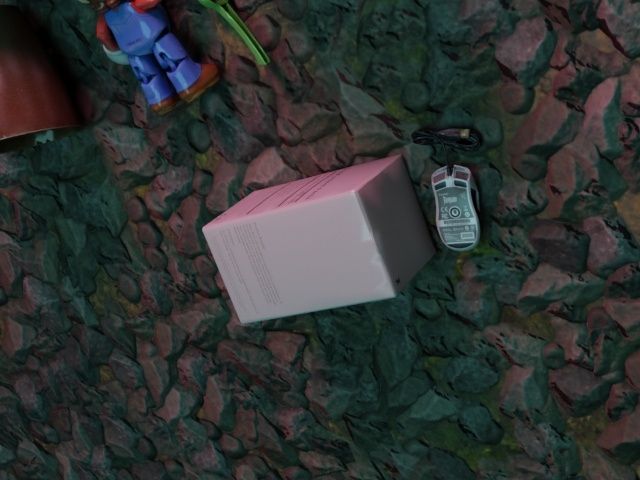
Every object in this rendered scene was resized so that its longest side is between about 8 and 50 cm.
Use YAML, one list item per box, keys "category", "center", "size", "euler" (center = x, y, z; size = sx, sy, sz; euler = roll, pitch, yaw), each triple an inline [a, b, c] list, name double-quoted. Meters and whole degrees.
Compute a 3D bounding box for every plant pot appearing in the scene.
- category: "plant pot"
  center: [-0.547, -0.280, 1.808]
  size: [0.215, 0.215, 0.230]
  euler: [-13, 93, 33]

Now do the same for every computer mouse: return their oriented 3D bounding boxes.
- category: "computer mouse"
  center: [0.202, -0.079, 1.581]
  size: [0.106, 0.042, 0.193]
  euler: [-3, 107, 25]

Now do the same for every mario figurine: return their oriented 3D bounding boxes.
- category: "mario figurine"
  center: [-0.281, -0.376, 1.674]
  size: [0.198, 0.170, 0.320]
  euler: [-30, 111, 0]

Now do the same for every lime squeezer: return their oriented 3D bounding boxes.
- category: "lime squeezer"
  center: [-0.154, -0.416, 1.585]
  size: [0.110, 0.059, 0.310]
  euler: [16, 122, 48]

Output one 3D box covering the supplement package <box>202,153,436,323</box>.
- category: "supplement package"
  center: [0.000, 0.000, 1.646]
  size: [0.293, 0.175, 0.177]
  euler: [-12, 106, 33]
